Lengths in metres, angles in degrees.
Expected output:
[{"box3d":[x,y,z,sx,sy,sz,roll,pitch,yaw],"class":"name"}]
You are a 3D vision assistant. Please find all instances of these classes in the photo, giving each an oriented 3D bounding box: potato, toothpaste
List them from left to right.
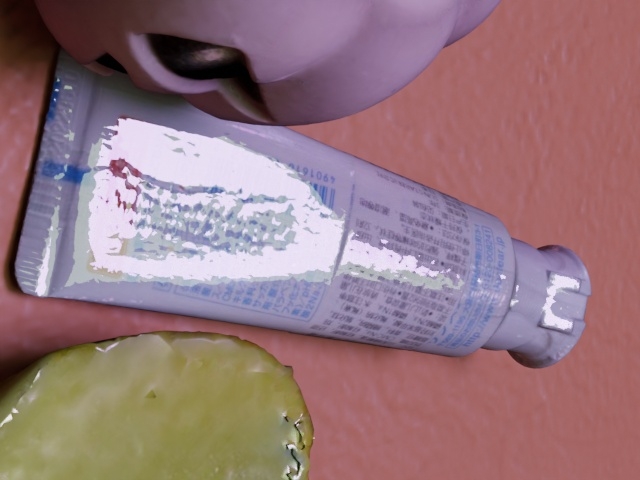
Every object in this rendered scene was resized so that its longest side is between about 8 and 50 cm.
[{"box3d":[-0.091,0.096,0.608,0.198,0.054,0.119,-40,119,-29],"class":"potato"},{"box3d":[0.000,0.000,0.688,0.234,0.057,0.089,17,80,-36],"class":"toothpaste"}]

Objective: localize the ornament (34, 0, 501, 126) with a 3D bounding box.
[{"box3d":[-0.012,-0.124,0.590,0.177,0.177,0.177,-3,95,-43],"class":"ornament"}]
